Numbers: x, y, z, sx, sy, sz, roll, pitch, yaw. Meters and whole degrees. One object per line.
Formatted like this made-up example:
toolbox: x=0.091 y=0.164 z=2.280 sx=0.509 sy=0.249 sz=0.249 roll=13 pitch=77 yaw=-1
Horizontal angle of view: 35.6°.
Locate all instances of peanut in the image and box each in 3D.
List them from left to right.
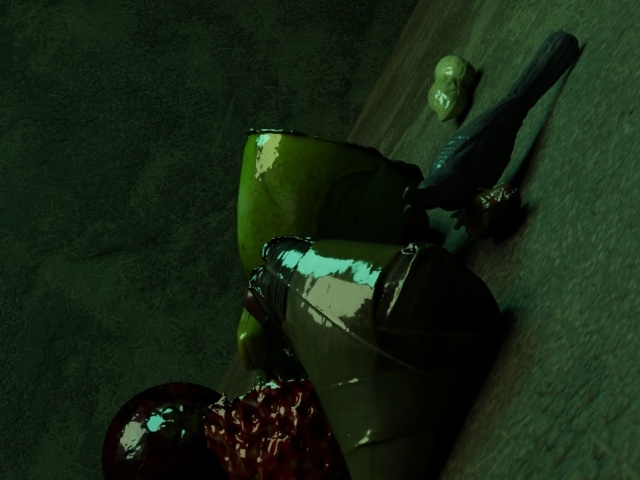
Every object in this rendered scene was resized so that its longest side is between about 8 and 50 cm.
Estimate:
peanut: x=0.242 y=-0.281 z=1.836 sx=0.082 sy=0.082 sz=0.187 roll=-54 pitch=10 yaw=46

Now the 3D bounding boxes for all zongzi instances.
zongzi: x=0.014 y=0.153 z=1.069 sx=0.289 sy=0.154 sz=0.317 roll=4 pitch=72 yaw=48

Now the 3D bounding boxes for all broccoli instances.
broccoli: x=-0.061 y=0.242 z=1.696 sx=0.146 sy=0.138 sz=0.162 roll=-18 pitch=17 yaw=24

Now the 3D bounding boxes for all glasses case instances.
glasses case: x=-0.101 y=0.141 z=1.679 sx=0.234 sy=0.064 sz=0.079 roll=-78 pitch=-26 yaw=-69

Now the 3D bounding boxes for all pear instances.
pear: x=0.000 y=0.000 z=1.283 sx=0.164 sy=0.238 sz=0.255 roll=10 pitch=83 yaw=50

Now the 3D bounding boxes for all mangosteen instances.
mangosteen: x=-0.272 y=0.422 z=1.916 sx=0.311 sy=0.311 sz=0.311 roll=-59 pitch=7 yaw=12

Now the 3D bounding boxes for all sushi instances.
sushi: x=0.206 y=-0.035 z=1.178 sx=0.060 sy=0.061 sz=0.118 roll=-21 pitch=3 yaw=-15

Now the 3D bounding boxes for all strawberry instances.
strawberry: x=-0.016 y=0.274 z=1.204 sx=0.234 sy=0.234 sz=0.178 roll=-54 pitch=41 yaw=45

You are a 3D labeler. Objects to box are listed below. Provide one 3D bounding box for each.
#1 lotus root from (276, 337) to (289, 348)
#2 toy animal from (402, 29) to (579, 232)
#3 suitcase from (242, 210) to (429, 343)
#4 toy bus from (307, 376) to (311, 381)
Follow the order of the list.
lotus root: x=-0.005 y=0.104 z=1.820 sx=0.235 sy=0.138 sz=0.119 roll=-71 pitch=6 yaw=-49
toy animal: x=0.202 y=-0.102 z=1.275 sx=0.367 sy=0.081 sz=0.206 roll=-44 pitch=-19 yaw=-31
suitcase: x=0.025 y=0.032 z=1.539 sx=0.297 sy=0.161 sz=0.236 roll=-51 pitch=-2 yaw=0
toy bus: x=0.016 y=0.219 z=1.493 sx=0.123 sy=0.060 sz=0.075 roll=-54 pitch=8 yaw=47
